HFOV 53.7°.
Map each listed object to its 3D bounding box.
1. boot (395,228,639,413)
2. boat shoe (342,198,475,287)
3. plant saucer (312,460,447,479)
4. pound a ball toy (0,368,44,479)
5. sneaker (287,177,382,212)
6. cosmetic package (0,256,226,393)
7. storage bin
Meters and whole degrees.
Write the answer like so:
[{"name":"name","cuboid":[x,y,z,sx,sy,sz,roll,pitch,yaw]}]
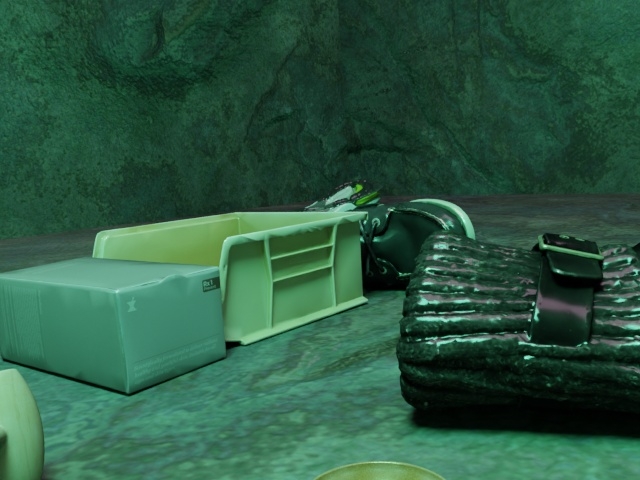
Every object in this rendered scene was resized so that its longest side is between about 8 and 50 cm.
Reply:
[{"name":"boot","cuboid":[0.221,0.044,0.532,0.260,0.131,0.348,-1,8,24]},{"name":"boat shoe","cuboid":[0.070,0.009,0.918,0.113,0.127,0.340,-10,8,-32]},{"name":"plant saucer","cuboid":[0.030,0.141,0.328,0.084,0.015,0.083,-3,7,0]},{"name":"pound a ball toy","cuboid":[-0.259,0.062,0.249,0.208,0.135,0.319,-14,-18,-14]},{"name":"sneaker","cuboid":[0.000,0.000,1.135,0.300,0.121,0.111,-28,28,-23]},{"name":"cosmetic package","cuboid":[-0.223,0.076,0.655,0.238,0.107,0.127,6,11,39]},{"name":"storage bin","cuboid":[-0.117,0.035,0.822,0.262,0.123,0.260,3,10,42]}]
